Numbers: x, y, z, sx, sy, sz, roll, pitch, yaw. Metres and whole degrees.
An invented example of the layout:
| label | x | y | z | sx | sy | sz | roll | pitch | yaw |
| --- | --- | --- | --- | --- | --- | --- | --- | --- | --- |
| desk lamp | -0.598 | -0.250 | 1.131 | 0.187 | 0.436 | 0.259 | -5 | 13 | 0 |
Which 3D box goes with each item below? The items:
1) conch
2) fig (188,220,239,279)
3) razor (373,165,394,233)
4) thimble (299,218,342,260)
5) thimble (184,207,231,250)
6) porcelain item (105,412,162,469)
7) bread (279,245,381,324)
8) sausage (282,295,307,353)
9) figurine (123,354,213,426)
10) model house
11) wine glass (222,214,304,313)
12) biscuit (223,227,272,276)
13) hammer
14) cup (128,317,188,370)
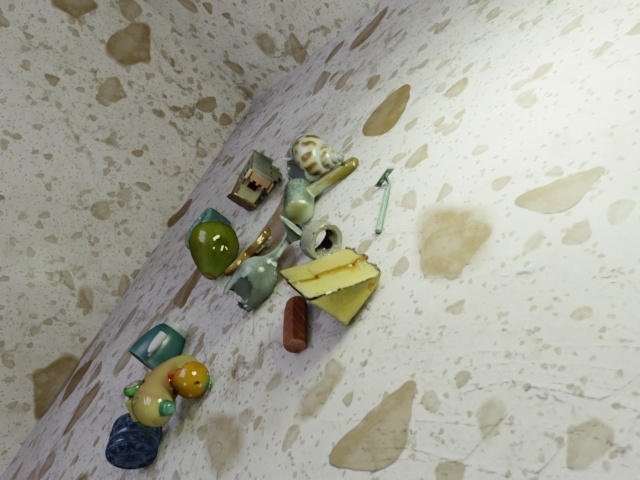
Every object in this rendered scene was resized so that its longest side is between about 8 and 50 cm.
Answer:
| label | x | y | z | sx | sy | sz | roll | pitch | yaw |
| --- | --- | --- | --- | --- | --- | --- | --- | --- | --- |
| conch | -0.030 | -0.305 | 1.668 | 0.148 | 0.183 | 0.274 | -26 | 25 | -22 |
| fig | -0.427 | 0.035 | 1.827 | 0.207 | 0.207 | 0.230 | -42 | 61 | 19 |
| razor | 0.172 | -0.103 | 1.220 | 0.084 | 0.035 | 0.212 | 123 | 162 | -53 |
| thimble | 0.000 | 0.000 | 1.274 | 0.115 | 0.102 | 0.090 | -47 | 24 | -9 |
| thimble | -0.541 | -0.031 | 2.146 | 0.198 | 0.143 | 0.235 | -1 | 54 | 59 |
| porcelain item | -0.558 | 0.604 | 1.341 | 0.147 | 0.147 | 0.114 | -43 | 28 | 15 |
| bread | 0.026 | 0.076 | 1.095 | 0.178 | 0.135 | 0.240 | -53 | 24 | -3 |
| sausage | -0.063 | 0.205 | 1.157 | 0.065 | 0.065 | 0.170 | -38 | 31 | 26 |
| figurine | -0.441 | 0.436 | 1.349 | 0.222 | 0.124 | 0.324 | -19 | 8 | 12 |
| model house | -0.311 | -0.247 | 2.055 | 0.244 | 0.169 | 0.326 | -50 | 23 | 19 |
| wine glass | -0.167 | 0.077 | 1.413 | 0.321 | 0.143 | 0.143 | -52 | 26 | 3 |
| biscuit | -0.249 | 0.044 | 1.605 | 0.216 | 0.047 | 0.339 | -45 | 5 | -6 |
| hammer | 0.004 | -0.191 | 1.542 | 0.305 | 0.113 | 0.202 | -32 | 33 | 17 |
| cup | -0.586 | 0.388 | 1.657 | 0.173 | 0.167 | 0.300 | -56 | -1 | -29 |
